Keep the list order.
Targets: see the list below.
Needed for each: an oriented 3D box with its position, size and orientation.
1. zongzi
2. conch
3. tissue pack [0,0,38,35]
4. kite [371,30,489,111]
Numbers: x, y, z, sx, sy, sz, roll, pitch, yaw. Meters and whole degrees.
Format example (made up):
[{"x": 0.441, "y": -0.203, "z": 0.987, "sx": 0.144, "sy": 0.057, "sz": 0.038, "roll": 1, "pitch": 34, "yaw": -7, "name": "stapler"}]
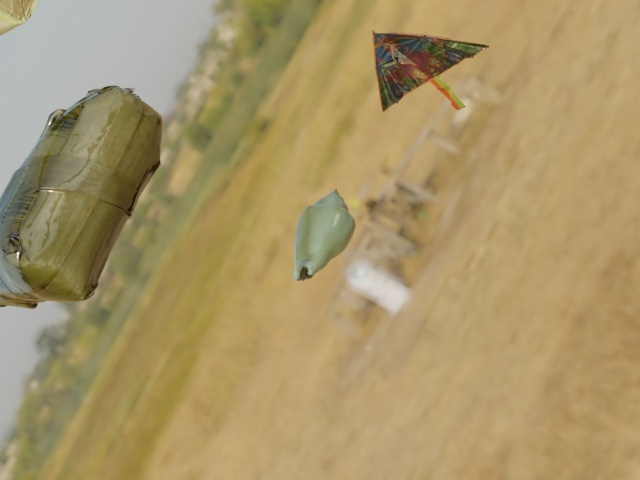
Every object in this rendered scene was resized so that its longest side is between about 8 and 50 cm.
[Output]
[{"x": -0.290, "y": -0.043, "z": 1.873, "sx": 0.274, "sy": 0.125, "sz": 0.250, "roll": -13, "pitch": 46, "yaw": 60, "name": "zongzi"}, {"x": -0.004, "y": -0.006, "z": 2.009, "sx": 0.088, "sy": 0.065, "sz": 0.180, "roll": -38, "pitch": 17, "yaw": 35, "name": "conch"}, {"x": -0.443, "y": -0.303, "z": 2.014, "sx": 0.234, "sy": 0.159, "sz": 0.125, "roll": -13, "pitch": 51, "yaw": 51, "name": "tissue pack"}, {"x": 0.119, "y": -0.203, "z": 2.068, "sx": 0.190, "sy": 0.159, "sz": 0.010, "roll": -30, "pitch": 37, "yaw": 45, "name": "kite"}]
